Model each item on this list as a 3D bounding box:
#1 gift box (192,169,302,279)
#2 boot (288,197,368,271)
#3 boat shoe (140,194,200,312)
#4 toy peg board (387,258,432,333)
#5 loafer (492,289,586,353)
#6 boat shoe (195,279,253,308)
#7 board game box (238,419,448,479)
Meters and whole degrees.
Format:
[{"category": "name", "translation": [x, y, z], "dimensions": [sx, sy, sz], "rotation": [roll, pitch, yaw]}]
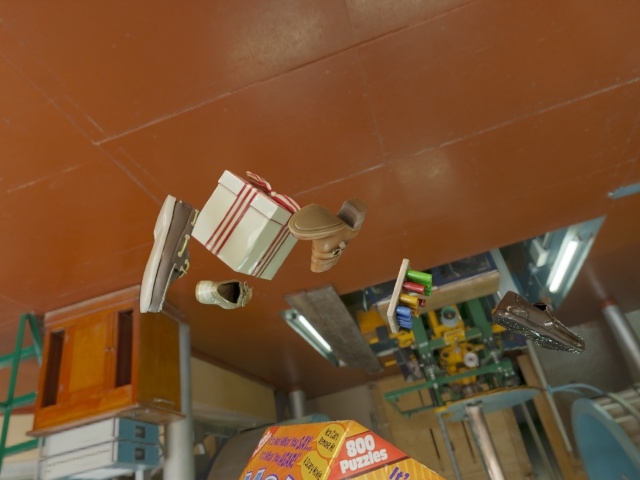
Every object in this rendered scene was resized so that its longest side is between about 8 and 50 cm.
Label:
[{"category": "gift box", "translation": [-0.205, -0.055, 1.394], "dimensions": [0.258, 0.255, 0.276], "rotation": [-56, 160, 4]}, {"category": "boot", "translation": [0.000, 0.000, 1.246], "dimensions": [0.283, 0.109, 0.220], "rotation": [-27, 151, -46]}, {"category": "boat shoe", "translation": [-0.369, 0.034, 1.112], "dimensions": [0.097, 0.324, 0.116], "rotation": [20, 139, -27]}, {"category": "toy peg board", "translation": [0.243, 0.158, 1.190], "dimensions": [0.079, 0.160, 0.161], "rotation": [12, 156, 21]}, {"category": "loafer", "translation": [0.445, 0.162, 0.891], "dimensions": [0.220, 0.078, 0.080], "rotation": [27, 164, -19]}, {"category": "boat shoe", "translation": [-0.321, 0.192, 1.601], "dimensions": [0.089, 0.104, 0.285], "rotation": [-6, 171, 25]}, {"category": "board game box", "translation": [0.037, 0.479, 0.543], "dimensions": [0.356, 0.356, 0.356], "rotation": [35, 149, -5]}]
